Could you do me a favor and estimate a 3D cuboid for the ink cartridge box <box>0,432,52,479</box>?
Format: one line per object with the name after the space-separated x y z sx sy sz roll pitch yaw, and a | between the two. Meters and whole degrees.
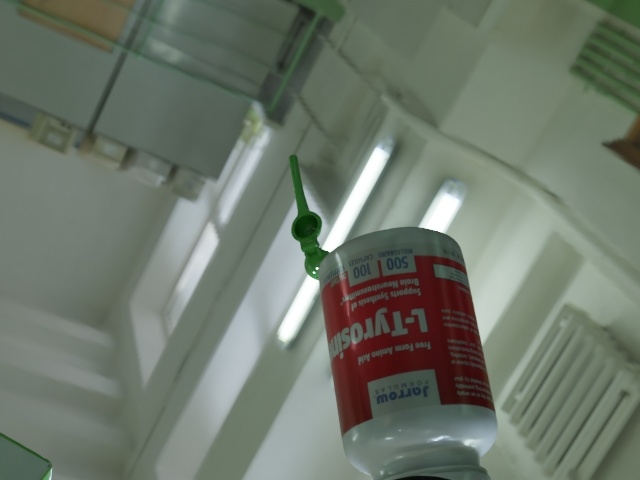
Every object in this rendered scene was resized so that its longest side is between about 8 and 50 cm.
-0.387 0.286 1.134 0.198 0.273 0.115 27 -135 9 | ink cartridge box

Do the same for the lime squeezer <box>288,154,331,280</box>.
0.000 0.000 1.913 0.110 0.059 0.310 -23 -90 -55 | lime squeezer

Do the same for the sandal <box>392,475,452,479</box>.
0.027 0.296 1.122 0.054 0.254 0.097 65 -169 -68 | sandal

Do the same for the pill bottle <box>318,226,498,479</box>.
0.133 0.205 1.673 0.229 0.229 0.408 14 -124 -40 | pill bottle
